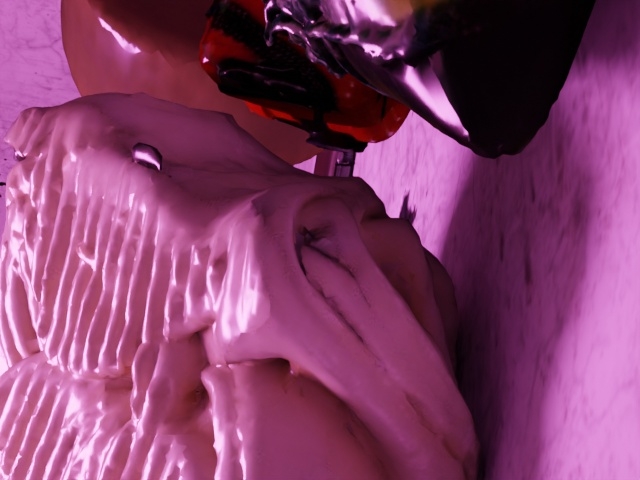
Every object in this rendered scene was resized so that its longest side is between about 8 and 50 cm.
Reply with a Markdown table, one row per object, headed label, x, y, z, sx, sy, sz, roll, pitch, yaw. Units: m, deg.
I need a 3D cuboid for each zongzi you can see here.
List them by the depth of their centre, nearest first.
| label | x | y | z | sx | sy | sz | roll | pitch | yaw |
| --- | --- | --- | --- | --- | --- | --- | --- | --- | --- |
| zongzi | 0.080 | -0.258 | 0.707 | 0.384 | 0.362 | 0.319 | 61 | -177 | -14 |

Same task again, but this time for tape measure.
| label | x | y | z | sx | sy | sz | roll | pitch | yaw |
| --- | --- | --- | --- | --- | --- | --- | --- | --- | --- |
| tape measure | 0.018 | -0.176 | 0.999 | 0.260 | 0.114 | 0.253 | 50 | -124 | -78 |

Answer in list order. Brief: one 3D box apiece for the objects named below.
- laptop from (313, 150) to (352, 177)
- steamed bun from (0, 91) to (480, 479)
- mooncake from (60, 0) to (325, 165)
| label | x | y | z | sx | sy | sz | roll | pitch | yaw |
| --- | --- | --- | --- | --- | --- | --- | --- | --- | --- |
| laptop | 0.000 | 0.000 | 1.516 | 0.154 | 0.026 | 0.207 | -152 | 72 | -84 |
| steamed bun | -0.032 | 0.083 | 0.896 | 0.346 | 0.237 | 0.394 | -37 | 61 | 41 |
| mooncake | -0.073 | -0.194 | 1.295 | 0.155 | 0.284 | 0.284 | 106 | 170 | -55 |
